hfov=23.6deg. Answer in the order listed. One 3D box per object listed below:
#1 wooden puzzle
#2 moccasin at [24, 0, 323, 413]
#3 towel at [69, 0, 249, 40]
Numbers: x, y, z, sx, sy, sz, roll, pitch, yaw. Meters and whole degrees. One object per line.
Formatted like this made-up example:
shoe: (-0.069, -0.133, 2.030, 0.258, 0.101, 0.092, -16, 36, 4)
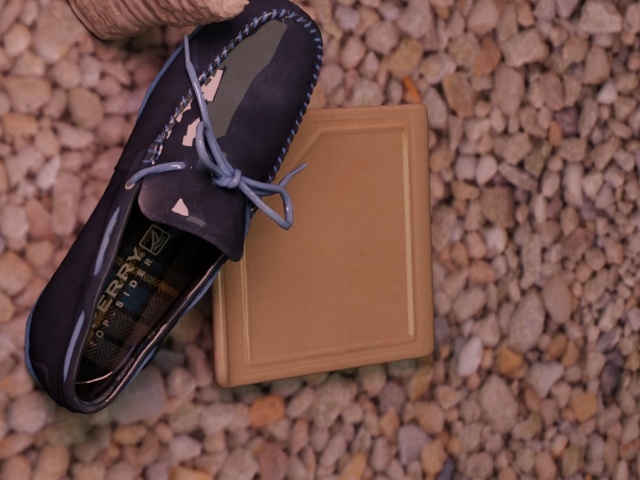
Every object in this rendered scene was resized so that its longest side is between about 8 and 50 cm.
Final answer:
wooden puzzle: (0.000, 0.000, 1.285, 0.239, 0.044, 0.221, -7, 98, -37)
moccasin: (-0.090, -0.016, 1.124, 0.138, 0.117, 0.342, 24, 99, -27)
towel: (-0.165, -0.270, 1.062, 0.049, 0.187, 0.282, -38, 113, -29)
